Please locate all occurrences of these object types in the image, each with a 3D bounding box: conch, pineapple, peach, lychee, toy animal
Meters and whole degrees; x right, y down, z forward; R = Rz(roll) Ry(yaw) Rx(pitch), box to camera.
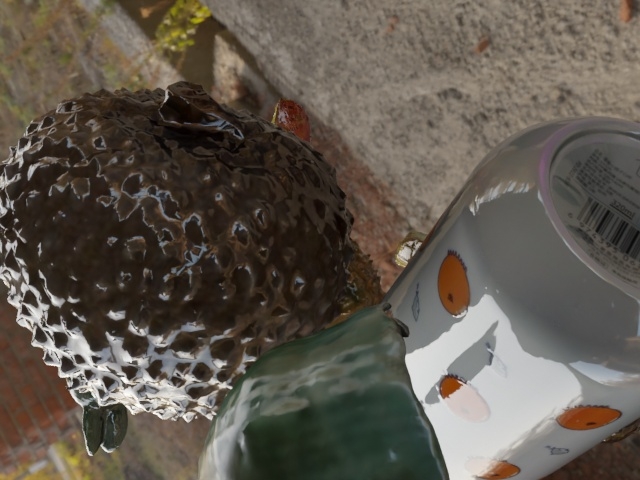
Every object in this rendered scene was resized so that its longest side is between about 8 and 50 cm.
[{"bbox_3d":[0.036,0.171,0.402,0.220,0.196,0.277,164,101,-67],"label":"conch"},{"bbox_3d":[0.001,0.000,1.041,0.128,0.128,0.247,130,125,-62],"label":"pineapple"},{"bbox_3d":[-0.063,-0.196,1.531,0.127,0.093,0.172,-95,23,-54],"label":"peach"},{"bbox_3d":[-0.123,0.005,0.649,0.300,0.300,0.300,42,147,35],"label":"lychee"},{"bbox_3d":[-0.283,0.152,0.991,0.125,0.127,0.251,-113,36,-66],"label":"toy animal"}]

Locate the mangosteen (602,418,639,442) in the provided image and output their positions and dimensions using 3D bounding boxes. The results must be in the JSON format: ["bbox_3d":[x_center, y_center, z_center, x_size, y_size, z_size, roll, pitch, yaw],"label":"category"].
[{"bbox_3d":[0.461,0.231,1.308,0.217,0.192,0.192,40,147,24],"label":"mangosteen"}]

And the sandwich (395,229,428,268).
[{"bbox_3d":[0.284,0.055,1.488,0.251,0.226,0.087,-148,71,-68],"label":"sandwich"}]

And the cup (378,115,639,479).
[{"bbox_3d":[0.163,0.063,0.605,0.212,0.212,0.317,52,150,18],"label":"cup"}]
